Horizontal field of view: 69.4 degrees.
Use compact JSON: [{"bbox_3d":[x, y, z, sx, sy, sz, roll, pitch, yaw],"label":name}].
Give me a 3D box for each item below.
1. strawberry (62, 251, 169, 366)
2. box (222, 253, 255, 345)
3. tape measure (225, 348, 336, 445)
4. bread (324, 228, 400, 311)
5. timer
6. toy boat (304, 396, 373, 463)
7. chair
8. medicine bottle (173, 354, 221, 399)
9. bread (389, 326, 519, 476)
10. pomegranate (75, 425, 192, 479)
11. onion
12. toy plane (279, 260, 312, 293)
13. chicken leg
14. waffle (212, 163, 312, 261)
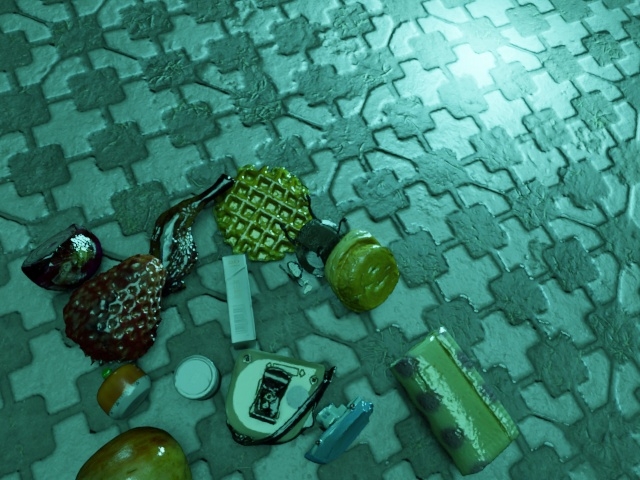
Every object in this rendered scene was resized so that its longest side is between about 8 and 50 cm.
[{"bbox_3d":[-0.515,0.184,1.172,0.280,0.150,0.253,-30,81,3],"label":"strawberry"},{"bbox_3d":[-0.220,0.169,1.251,0.067,0.149,0.233,-6,70,-13],"label":"box"},{"bbox_3d":[-0.104,0.414,1.186,0.271,0.133,0.231,12,68,-6],"label":"tape measure"},{"bbox_3d":[0.116,0.093,1.295,0.198,0.120,0.236,-48,125,-18],"label":"bread"},{"bbox_3d":[-0.504,0.370,1.166,0.136,0.099,0.136,-1,66,2],"label":"timer"},{"bbox_3d":[0.039,0.488,1.211,0.215,0.088,0.102,-44,46,-19],"label":"toy boat"},{"bbox_3d":[0.000,0.000,1.340,0.149,0.213,0.174,29,67,27],"label":"chair"},{"bbox_3d":[-0.305,0.349,1.161,0.105,0.168,0.104,2,70,-6],"label":"medicine bottle"},{"bbox_3d":[0.350,0.423,1.229,0.187,0.155,0.338,-28,73,-25],"label":"bread"},{"bbox_3d":[-0.428,0.553,1.020,0.271,0.252,0.228,-24,91,-36],"label":"pomegranate"},{"bbox_3d":[-0.705,0.055,1.246,0.218,0.139,0.195,-10,43,30],"label":"onion"},{"bbox_3d":[-0.068,0.101,1.362,0.049,0.031,0.121,-43,78,-14],"label":"toy plane"},{"bbox_3d":[-0.387,-0.034,1.311,0.158,0.096,0.406,27,78,2],"label":"chicken leg"},{"bbox_3d":[-0.169,-0.094,1.402,0.302,0.068,0.324,-17,78,-11],"label":"waffle"}]
